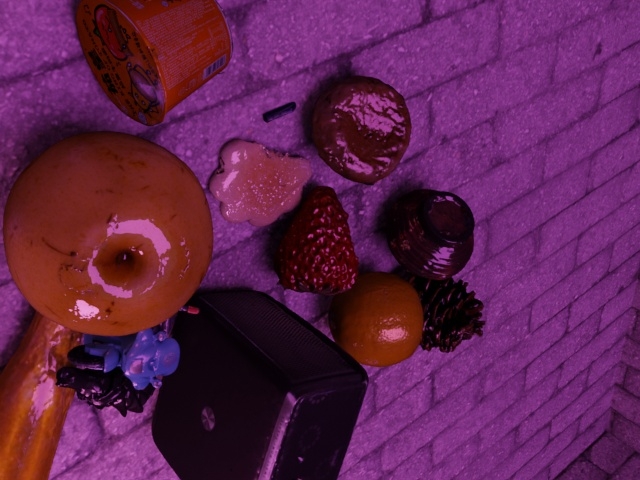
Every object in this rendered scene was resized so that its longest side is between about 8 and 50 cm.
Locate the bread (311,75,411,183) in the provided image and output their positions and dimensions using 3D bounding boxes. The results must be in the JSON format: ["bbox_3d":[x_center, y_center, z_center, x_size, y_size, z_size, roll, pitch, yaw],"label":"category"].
[{"bbox_3d":[0.083,-0.239,1.545,0.230,0.123,0.230,-2,96,-23],"label":"bread"}]

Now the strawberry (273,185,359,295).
[{"bbox_3d":[0.000,0.000,1.610,0.205,0.205,0.244,10,87,-46],"label":"strawberry"}]

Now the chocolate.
[{"bbox_3d":[-0.530,0.323,1.325,0.162,0.162,0.445,13,104,-46],"label":"chocolate"}]

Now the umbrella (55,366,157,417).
[{"bbox_3d":[-0.408,0.270,1.361,0.118,0.118,0.340,-50,163,-7],"label":"umbrella"}]

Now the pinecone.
[{"bbox_3d":[0.310,0.194,1.959,0.243,0.257,0.243,-37,167,-10],"label":"pinecone"}]

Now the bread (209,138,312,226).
[{"bbox_3d":[-0.124,-0.111,1.520,0.251,0.039,0.182,11,106,-46],"label":"bread"}]

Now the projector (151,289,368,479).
[{"bbox_3d":[-0.141,0.352,1.517,0.242,0.405,0.395,-2,115,-43],"label":"projector"}]

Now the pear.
[{"bbox_3d":[-0.341,-0.009,1.180,0.348,0.348,0.348,-23,128,-32],"label":"pear"}]

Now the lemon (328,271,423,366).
[{"bbox_3d":[0.124,0.197,1.802,0.219,0.240,0.240,3,114,-23],"label":"lemon"}]

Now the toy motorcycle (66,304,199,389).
[{"bbox_3d":[-0.336,0.179,1.332,0.272,0.182,0.124,-72,172,-72],"label":"toy motorcycle"}]

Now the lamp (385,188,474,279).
[{"bbox_3d":[0.275,-0.014,1.820,0.247,0.247,0.247,-23,128,-32],"label":"lamp"}]

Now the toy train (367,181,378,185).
[{"bbox_3d":[0.095,-0.180,1.673,0.138,0.050,0.087,14,108,-46],"label":"toy train"}]

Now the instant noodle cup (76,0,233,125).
[{"bbox_3d":[-0.257,-0.315,1.158,0.172,0.215,0.216,-39,136,-31],"label":"instant noodle cup"}]

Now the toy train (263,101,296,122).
[{"bbox_3d":[-0.080,-0.265,1.482,0.083,0.017,0.017,-29,132,-28],"label":"toy train"}]
